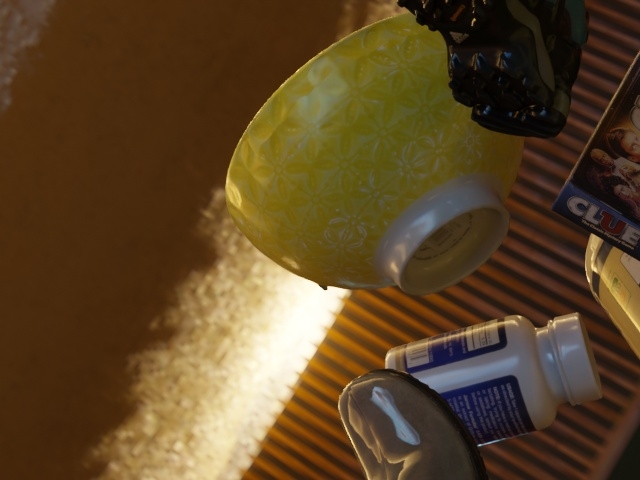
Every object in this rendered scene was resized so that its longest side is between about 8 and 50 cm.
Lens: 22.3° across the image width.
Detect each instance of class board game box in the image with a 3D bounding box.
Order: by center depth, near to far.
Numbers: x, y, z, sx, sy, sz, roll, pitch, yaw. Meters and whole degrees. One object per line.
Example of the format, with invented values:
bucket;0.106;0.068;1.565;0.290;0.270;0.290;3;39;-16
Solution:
board game box;0.316;-0.076;1.377;0.243;0.165;0.042;-57;-5;-36

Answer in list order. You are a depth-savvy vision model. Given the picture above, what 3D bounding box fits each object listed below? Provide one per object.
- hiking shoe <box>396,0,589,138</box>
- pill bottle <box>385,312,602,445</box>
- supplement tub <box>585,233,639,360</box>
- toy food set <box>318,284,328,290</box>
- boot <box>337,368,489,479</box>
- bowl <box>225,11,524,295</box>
hiking shoe;0.122;-0.214;1.216;0.132;0.113;0.304;-64;-34;-29
pill bottle;0.164;0.132;1.532;0.187;0.112;0.112;-16;-40;12
supplement tub;0.426;0.082;1.589;0.228;0.316;0.228;-16;-42;-15
toy food set;0.000;0.000;2.011;0.078;0.019;0.122;51;-140;-20
boot;0.056;0.198;1.150;0.083;0.246;0.161;-44;-25;29
bowl;0.078;-0.046;1.433;0.289;0.156;0.289;-26;-31;-17
